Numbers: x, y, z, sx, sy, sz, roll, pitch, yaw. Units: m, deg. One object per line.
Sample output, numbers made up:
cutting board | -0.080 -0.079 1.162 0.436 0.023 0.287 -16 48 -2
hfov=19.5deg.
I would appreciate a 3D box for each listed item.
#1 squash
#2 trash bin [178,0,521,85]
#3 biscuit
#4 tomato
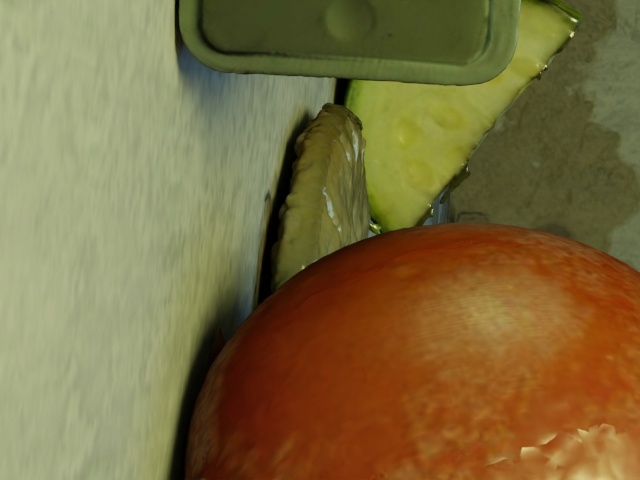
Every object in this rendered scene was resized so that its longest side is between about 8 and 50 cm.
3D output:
squash | 0.084 -0.114 1.276 0.203 0.111 0.288 -52 179 16
trash bin | 0.024 -0.171 0.735 0.240 0.122 0.164 -74 168 -69
biscuit | 0.002 0.000 1.000 0.290 0.038 0.141 -74 166 -60
tomato | 0.071 0.122 0.770 0.265 0.265 0.264 5 90 -83
